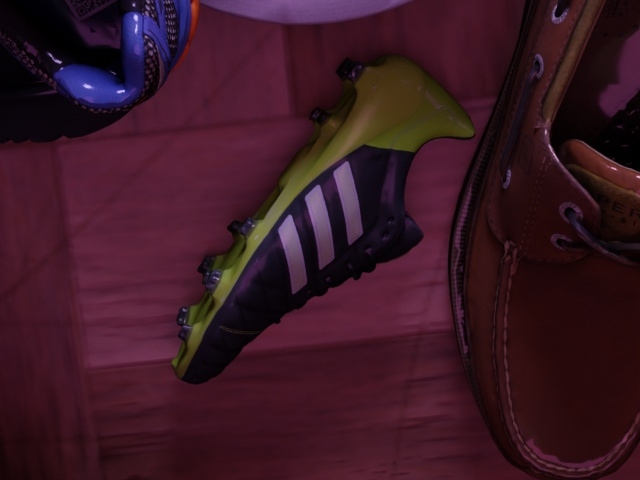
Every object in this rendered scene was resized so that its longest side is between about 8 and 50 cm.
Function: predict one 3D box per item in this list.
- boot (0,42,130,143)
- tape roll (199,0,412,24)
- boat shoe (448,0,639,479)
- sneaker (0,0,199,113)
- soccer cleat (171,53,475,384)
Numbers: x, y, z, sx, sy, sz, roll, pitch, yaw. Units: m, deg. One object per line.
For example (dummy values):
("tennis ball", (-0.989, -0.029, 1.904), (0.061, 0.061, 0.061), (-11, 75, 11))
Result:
("boot", (-0.196, -0.142, 0.660), (0.246, 0.094, 0.207), (0, 117, 17))
("tape roll", (-0.008, -0.202, 0.702), (0.219, 0.072, 0.219), (-1, 105, -3))
("boat shoe", (0.121, -0.028, 0.737), (0.110, 0.104, 0.307), (3, 105, -4))
("sneaker", (-0.111, -0.130, 0.552), (0.083, 0.087, 0.221), (-36, 116, 10))
("soccer cleat", (0.000, 0.000, 0.763), (0.072, 0.060, 0.179), (34, 98, -12))
